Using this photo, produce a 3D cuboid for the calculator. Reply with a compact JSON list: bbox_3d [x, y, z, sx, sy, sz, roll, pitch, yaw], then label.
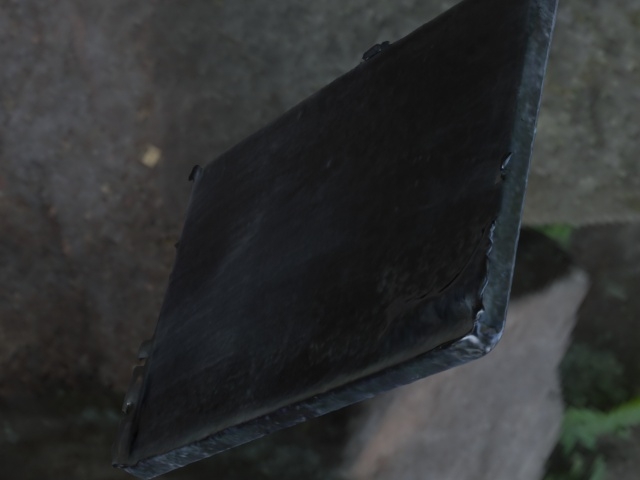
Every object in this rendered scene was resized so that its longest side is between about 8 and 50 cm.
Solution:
[{"bbox_3d":[0.000,0.000,0.682,0.261,0.021,0.161,-26,-135,53],"label":"calculator"}]
